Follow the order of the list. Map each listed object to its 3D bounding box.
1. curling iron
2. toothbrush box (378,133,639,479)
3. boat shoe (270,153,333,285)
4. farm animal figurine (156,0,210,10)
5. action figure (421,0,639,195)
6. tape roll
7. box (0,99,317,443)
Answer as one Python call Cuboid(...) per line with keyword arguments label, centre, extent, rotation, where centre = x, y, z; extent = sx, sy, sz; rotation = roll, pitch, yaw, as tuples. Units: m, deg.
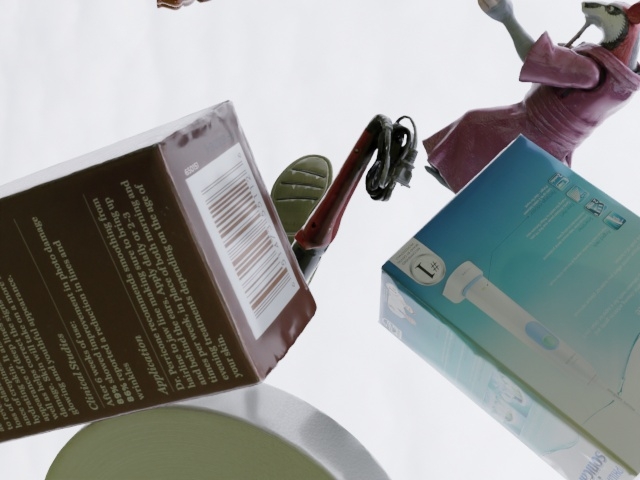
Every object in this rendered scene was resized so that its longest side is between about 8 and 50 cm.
Cuboid(label="curling iron", centre=(0.000, 0.000, 0.850), extent=(0.274, 0.035, 0.068), rotation=(-53, -146, 34))
Cuboid(label="toothbrush box", centre=(0.234, 0.073, 0.956), extent=(0.295, 0.216, 0.126), rotation=(38, -22, 22))
Cuboid(label="boat shoe", centre=(-0.042, -0.024, 1.827), extent=(0.113, 0.103, 0.302), rotation=(8, -126, 13))
Cuboid(label="farm animal figurine", centre=(-0.216, -0.585, 1.748), extent=(0.327, 0.172, 0.330), rotation=(106, -22, -66))
Cuboid(label="action figure", centre=(0.297, -0.157, 1.253), extent=(0.370, 0.248, 0.276), rotation=(-49, -127, 40))
Cuboid(label="tape roll", centre=(-0.092, 0.315, 0.967), extent=(0.392, 0.072, 0.392), rotation=(7, -68, 17))
Cuboid(label="box", centre=(-0.215, 0.044, 0.801), extent=(0.381, 0.143, 0.191), rotation=(-16, -76, 23))
